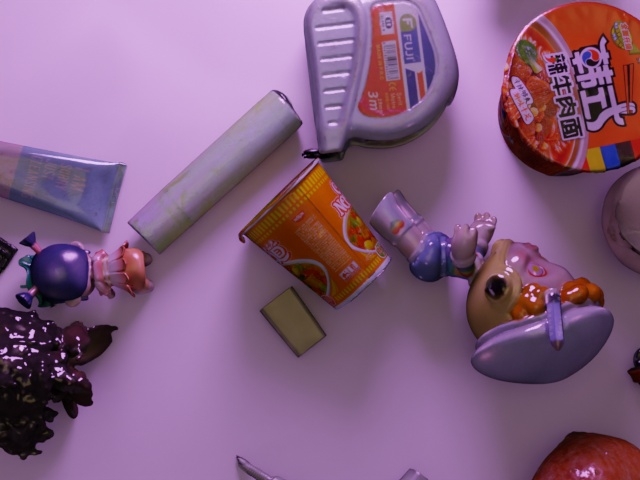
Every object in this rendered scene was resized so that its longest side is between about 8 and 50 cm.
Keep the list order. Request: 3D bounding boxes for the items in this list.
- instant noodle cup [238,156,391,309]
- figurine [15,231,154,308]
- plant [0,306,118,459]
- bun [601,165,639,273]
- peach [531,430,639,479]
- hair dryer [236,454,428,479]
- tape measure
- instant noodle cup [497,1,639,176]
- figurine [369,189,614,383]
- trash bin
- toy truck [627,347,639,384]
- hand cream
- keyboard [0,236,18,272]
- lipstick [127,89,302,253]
[{"bbox_3d":[0.000,0.000,1.853,0.168,0.168,0.185,-45,94,-7],"label":"instant noodle cup"},{"bbox_3d":[-0.349,0.041,1.851,0.195,0.102,0.111,-8,74,-2],"label":"figurine"},{"bbox_3d":[-0.426,0.198,1.791,0.234,0.204,0.178,16,122,-13],"label":"plant"},{"bbox_3d":[0.504,-0.026,1.888,0.173,0.120,0.172,1,75,-4],"label":"bun"},{"bbox_3d":[0.397,0.378,1.810,0.233,0.232,0.232,0,83,-3],"label":"peach"},{"bbox_3d":[0.036,0.372,1.849,0.229,0.092,0.267,-29,75,-13],"label":"hair dryer"},{"bbox_3d":[0.082,-0.251,1.895,0.246,0.125,0.243,-6,85,-1],"label":"tape measure"},{"bbox_3d":[0.375,-0.205,1.867,0.251,0.192,0.250,0,82,-3],"label":"instant noodle cup"},{"bbox_3d":[0.242,0.069,1.865,0.382,0.225,0.205,39,106,26],"label":"figurine"},{"bbox_3d":[-0.039,0.122,1.884,0.061,0.043,0.092,-38,87,-6],"label":"trash bin"},{"bbox_3d":[0.590,0.165,1.873,0.253,0.107,0.114,-30,85,-6],"label":"toy truck"},{"bbox_3d":[-0.455,-0.098,1.882,0.312,0.070,0.111,13,80,-5],"label":"hand cream"},{"bbox_3d":[-0.551,-0.018,1.891,0.196,0.018,0.060,33,85,2],"label":"keyboard"},{"bbox_3d":[-0.154,-0.105,1.891,0.304,0.076,0.076,-44,87,-7],"label":"lipstick"}]
